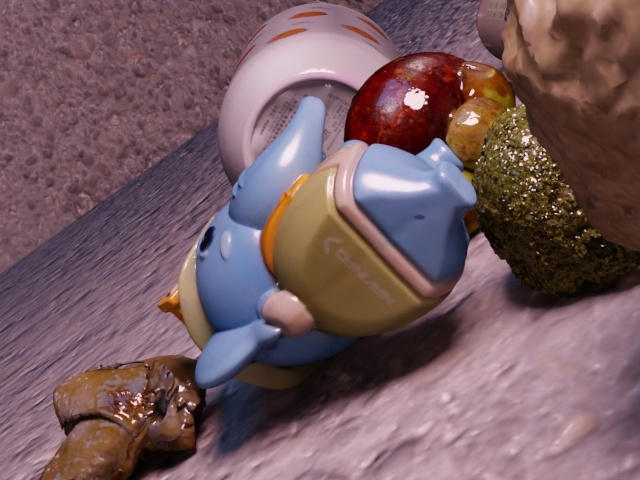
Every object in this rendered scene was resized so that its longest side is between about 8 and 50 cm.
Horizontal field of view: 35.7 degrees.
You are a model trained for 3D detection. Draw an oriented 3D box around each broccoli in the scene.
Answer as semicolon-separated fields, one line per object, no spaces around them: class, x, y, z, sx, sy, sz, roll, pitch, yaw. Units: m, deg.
broccoli;0.154;-0.031;0.618;0.120;0.130;0.131;1;-18;-26

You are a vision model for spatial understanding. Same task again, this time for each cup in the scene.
cup;-0.003;-0.137;1.078;0.212;0.212;0.317;-30;15;10

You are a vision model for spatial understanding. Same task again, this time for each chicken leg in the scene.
chicken leg;-0.169;0.154;0.746;0.196;0.080;0.125;-36;27;-11

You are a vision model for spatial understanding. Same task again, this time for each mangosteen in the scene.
mangosteen;0.113;-0.079;0.832;0.181;0.156;0.146;6;3;22

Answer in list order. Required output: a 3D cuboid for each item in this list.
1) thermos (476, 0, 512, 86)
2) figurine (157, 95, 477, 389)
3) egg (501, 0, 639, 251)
thermos;0.252;-0.229;1.110;0.137;0.105;0.193;-58;21;5
figurine;0.002;0.003;0.689;0.262;0.153;0.180;-37;43;31
egg;0.226;-0.103;0.403;0.310;0.279;0.279;-12;17;5
